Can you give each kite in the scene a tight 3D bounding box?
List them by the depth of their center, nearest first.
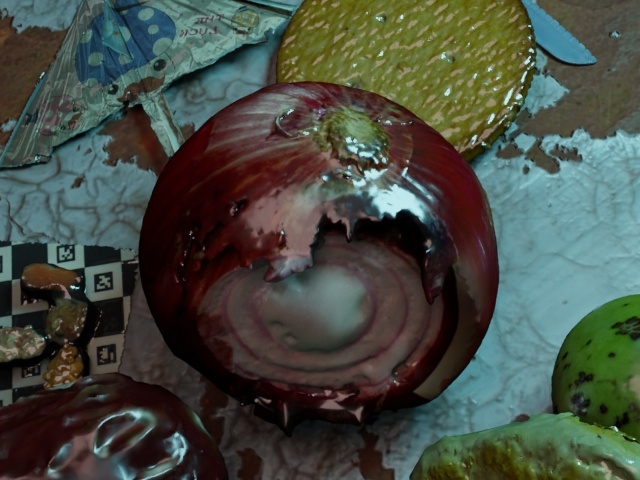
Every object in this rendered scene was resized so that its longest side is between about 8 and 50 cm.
[{"bbox_3d":[-0.213,-0.195,1.468,0.406,0.014,0.368,-28,60,2],"label":"kite"}]

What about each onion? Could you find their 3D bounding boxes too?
[{"bbox_3d":[-0.003,-0.005,1.195,0.341,0.341,0.341,-4,65,8],"label":"onion"}]

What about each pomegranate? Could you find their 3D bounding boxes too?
[{"bbox_3d":[0.296,0.178,1.140,0.214,0.214,0.248,35,109,22],"label":"pomegranate"}]

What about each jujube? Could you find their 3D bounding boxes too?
[{"bbox_3d":[-0.271,0.267,1.148,0.376,0.258,0.258,-37,65,-10],"label":"jujube"}]

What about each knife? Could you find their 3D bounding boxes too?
[{"bbox_3d":[0.196,-0.292,1.457,0.044,0.019,0.313,-41,68,-13],"label":"knife"}]

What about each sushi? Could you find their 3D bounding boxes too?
[{"bbox_3d":[-0.303,0.120,1.333,0.192,0.043,0.279,5,66,12],"label":"sushi"}]

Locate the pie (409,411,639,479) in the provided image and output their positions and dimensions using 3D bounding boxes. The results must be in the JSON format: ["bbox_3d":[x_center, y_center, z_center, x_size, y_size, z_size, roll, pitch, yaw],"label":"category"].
[{"bbox_3d":[0.221,0.300,1.057,0.078,0.296,0.371,-13,55,-45],"label":"pie"}]

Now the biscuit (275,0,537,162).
[{"bbox_3d":[0.095,-0.200,1.412,0.305,0.038,0.305,-5,66,12],"label":"biscuit"}]
